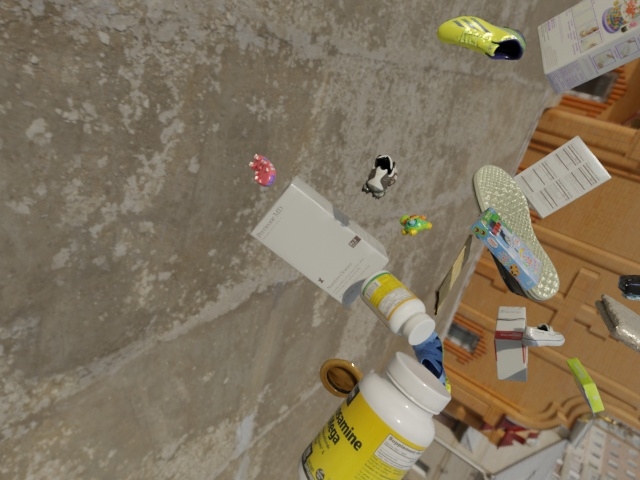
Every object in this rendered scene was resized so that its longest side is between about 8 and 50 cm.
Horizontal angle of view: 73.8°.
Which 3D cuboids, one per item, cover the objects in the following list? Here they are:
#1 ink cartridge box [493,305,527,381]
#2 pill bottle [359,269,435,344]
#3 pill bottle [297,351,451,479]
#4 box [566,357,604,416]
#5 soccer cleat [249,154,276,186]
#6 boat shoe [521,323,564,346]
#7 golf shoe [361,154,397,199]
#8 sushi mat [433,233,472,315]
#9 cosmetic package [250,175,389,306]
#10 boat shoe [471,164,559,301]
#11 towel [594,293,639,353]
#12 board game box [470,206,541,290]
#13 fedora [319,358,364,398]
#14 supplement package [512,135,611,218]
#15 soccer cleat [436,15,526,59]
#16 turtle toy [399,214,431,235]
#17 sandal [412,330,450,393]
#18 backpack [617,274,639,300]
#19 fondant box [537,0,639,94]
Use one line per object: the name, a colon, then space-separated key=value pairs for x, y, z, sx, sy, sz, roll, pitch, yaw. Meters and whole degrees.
ink cartridge box: x=0.803 y=0.425 z=1.789 sx=0.273 sy=0.114 sz=0.196 roll=-42 pitch=124 yaw=-57
pill bottle: x=0.210 y=0.183 z=1.165 sx=0.118 sy=0.208 sz=0.117 roll=-18 pitch=129 yaw=-23
pill bottle: x=0.116 y=0.410 z=0.904 sx=0.333 sy=0.188 sz=0.188 roll=-53 pitch=152 yaw=5
box: x=0.892 y=0.489 z=1.437 sx=0.108 sy=0.043 sz=0.178 roll=64 pitch=18 yaw=-10
soccer cleat: x=-0.188 y=-0.241 z=1.516 sx=0.095 sy=0.248 sz=0.083 roll=28 pitch=102 yaw=-29
boat shoe: x=0.831 y=0.345 z=1.574 sx=0.227 sy=0.083 sz=0.075 roll=4 pitch=92 yaw=-36
golf shoe: x=0.171 y=-0.186 z=1.114 sx=0.198 sy=0.077 sz=0.093 roll=-63 pitch=175 yaw=-53
sushi mat: x=0.482 y=0.122 z=1.548 sx=0.316 sy=0.019 sz=0.151 roll=-48 pitch=145 yaw=-34
cosmetic package: x=0.000 y=0.000 z=1.348 sx=0.217 sy=0.385 sz=0.156 roll=-51 pitch=-169 yaw=15
boat shoe: x=0.649 y=-0.022 z=1.491 sx=0.187 sy=0.499 sz=0.156 roll=-22 pitch=175 yaw=-14
towel: x=0.784 y=0.232 z=1.047 sx=0.049 sy=0.187 sz=0.282 roll=-61 pitch=161 yaw=21
board game box: x=0.501 y=0.016 z=1.145 sx=0.039 sy=0.211 sz=0.160 roll=-43 pitch=173 yaw=35
fedora: x=0.094 y=0.542 z=1.719 sx=0.079 sy=0.195 sz=0.194 roll=-48 pitch=154 yaw=-64
supplement package: x=0.929 y=-0.238 z=1.670 sx=0.263 sy=0.197 sz=0.199 roll=-36 pitch=168 yaw=22
soccer cleat: x=0.526 y=-0.654 z=1.391 sx=0.093 sy=0.290 sz=0.121 roll=100 pitch=1 yaw=-57
turtle toy: x=0.341 y=-0.062 z=1.578 sx=0.095 sy=0.130 sz=0.066 roll=-21 pitch=101 yaw=-21
sandal: x=0.441 y=0.483 z=1.725 sx=0.126 sy=0.317 sz=0.138 roll=-23 pitch=150 yaw=19
backpack: x=1.198 y=0.179 z=1.629 sx=0.114 sy=0.105 sz=0.084 roll=-46 pitch=135 yaw=-66
fondant box: x=0.772 y=-0.568 z=1.137 sx=0.096 sy=0.331 sz=0.238 roll=35 pitch=52 yaw=-31
